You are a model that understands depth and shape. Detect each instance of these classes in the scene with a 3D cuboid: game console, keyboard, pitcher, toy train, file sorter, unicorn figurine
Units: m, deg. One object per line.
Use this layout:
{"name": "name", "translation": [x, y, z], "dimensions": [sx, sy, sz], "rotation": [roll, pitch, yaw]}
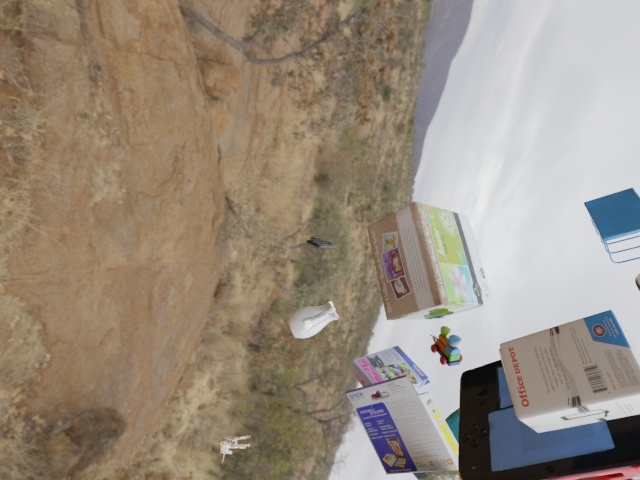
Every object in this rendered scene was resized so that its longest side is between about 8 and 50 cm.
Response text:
{"name": "game console", "translation": [0.475, 0.357, 0.880], "dimensions": [0.387, 0.060, 0.342], "rotation": [-32, -162, 31]}
{"name": "keyboard", "translation": [0.000, 0.000, 1.837], "dimensions": [0.192, 0.100, 0.038], "rotation": [3, 106, -66]}
{"name": "pitcher", "translation": [-0.031, 0.330, 1.732], "dimensions": [0.177, 0.207, 0.125], "rotation": [79, -12, -75]}
{"name": "toy train", "translation": [0.586, 0.469, 1.962], "dimensions": [0.248, 0.105, 0.143], "rotation": [-121, -151, -62]}
{"name": "file sorter", "translation": [0.801, -0.038, 1.089], "dimensions": [0.104, 0.118, 0.170], "rotation": [54, 32, -27]}
{"name": "unicorn figurine", "translation": [-0.288, 0.664, 1.336], "dimensions": [0.161, 0.111, 0.060], "rotation": [79, 5, -46]}

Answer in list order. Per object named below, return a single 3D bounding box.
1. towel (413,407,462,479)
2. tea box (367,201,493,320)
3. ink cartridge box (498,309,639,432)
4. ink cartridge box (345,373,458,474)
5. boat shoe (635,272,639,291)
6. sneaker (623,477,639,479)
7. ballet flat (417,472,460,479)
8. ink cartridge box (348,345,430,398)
{"name": "towel", "translation": [0.476, 0.767, 1.395], "dimensions": [0.040, 0.271, 0.370], "rotation": [-14, 142, -49]}
{"name": "tea box", "translation": [0.363, 0.082, 1.363], "dimensions": [0.220, 0.324, 0.328], "rotation": [-29, -116, 44]}
{"name": "ink cartridge box", "translation": [0.441, 0.232, 0.717], "dimensions": [0.203, 0.086, 0.148], "rotation": [-31, -144, 33]}
{"name": "ink cartridge box", "translation": [0.263, 0.596, 1.334], "dimensions": [0.072, 0.307, 0.304], "rotation": [-16, 165, -45]}
{"name": "boat shoe", "translation": [1.213, 0.241, 1.379], "dimensions": [0.112, 0.335, 0.095], "rotation": [-42, 156, -18]}
{"name": "sneaker", "translation": [1.008, 0.830, 1.277], "dimensions": [0.099, 0.153, 0.282], "rotation": [-75, 157, -54]}
{"name": "ballet flat", "translation": [0.263, 0.803, 1.255], "dimensions": [0.409, 0.147, 0.147], "rotation": [-49, -175, 34]}
{"name": "ink cartridge box", "translation": [0.283, 0.512, 1.596], "dimensions": [0.311, 0.186, 0.065], "rotation": [-2, 124, -39]}
